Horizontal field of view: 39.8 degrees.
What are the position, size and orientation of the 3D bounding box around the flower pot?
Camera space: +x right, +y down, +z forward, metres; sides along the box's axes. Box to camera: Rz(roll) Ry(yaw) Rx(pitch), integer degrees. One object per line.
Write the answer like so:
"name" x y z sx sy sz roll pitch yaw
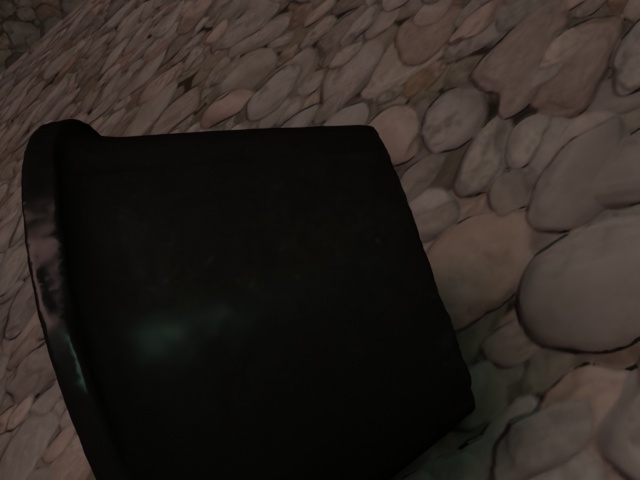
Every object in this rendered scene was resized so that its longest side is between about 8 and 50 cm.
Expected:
"flower pot" -0.022 0.039 0.464 0.166 0.269 0.269 -22 33 0
